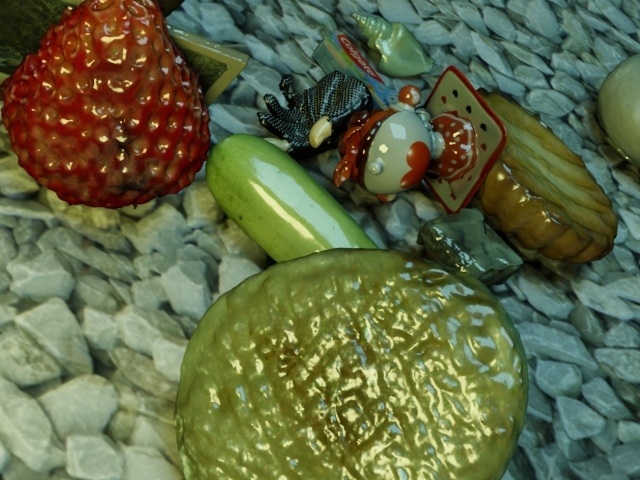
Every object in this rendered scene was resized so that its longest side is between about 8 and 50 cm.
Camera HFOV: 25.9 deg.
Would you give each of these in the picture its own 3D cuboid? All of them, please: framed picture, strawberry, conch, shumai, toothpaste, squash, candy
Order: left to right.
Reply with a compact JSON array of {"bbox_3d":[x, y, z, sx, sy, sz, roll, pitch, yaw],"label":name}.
[{"bbox_3d":[-0.281,-0.225,1.730,0.324,0.240,0.020,20,59,-23],"label":"framed picture"},{"bbox_3d":[-0.233,-0.140,1.658,0.253,0.280,0.150,24,42,-31],"label":"strawberry"},{"bbox_3d":[-0.003,0.003,1.813,0.370,0.118,0.118,43,38,1],"label":"squash"},{"bbox_3d":[0.073,-0.239,2.170,0.070,0.044,0.193,-16,62,-48],"label":"toothpaste"},{"bbox_3d":[0.064,0.187,1.566,0.323,0.398,0.324,24,50,-67],"label":"shumai"},{"bbox_3d":[0.119,-0.319,2.268,0.180,0.065,0.088,30,36,-25],"label":"conch"},{"bbox_3d":[0.629,-0.225,2.480,0.296,0.185,0.295,19,38,-16],"label":"candy"}]

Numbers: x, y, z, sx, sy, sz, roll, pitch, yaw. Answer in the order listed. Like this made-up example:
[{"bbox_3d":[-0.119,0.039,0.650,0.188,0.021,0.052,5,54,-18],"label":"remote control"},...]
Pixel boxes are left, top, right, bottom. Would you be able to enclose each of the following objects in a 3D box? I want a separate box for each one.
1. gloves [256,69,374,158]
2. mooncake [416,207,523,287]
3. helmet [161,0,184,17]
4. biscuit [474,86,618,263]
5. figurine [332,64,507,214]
[{"bbox_3d":[-0.019,-0.168,2.002,0.181,0.106,0.129,-33,63,-20],"label":"gloves"},{"bbox_3d":[0.205,0.018,1.989,0.130,0.073,0.125,-11,56,-46],"label":"mooncake"},{"bbox_3d":[-0.283,-0.385,1.971,0.198,0.130,0.224,-11,49,-48],"label":"helmet"},{"bbox_3d":[0.322,-0.091,2.142,0.326,0.107,0.325,35,29,-23],"label":"biscuit"},{"bbox_3d":[0.110,-0.127,1.980,0.226,0.183,0.160,-12,55,-37],"label":"figurine"}]
